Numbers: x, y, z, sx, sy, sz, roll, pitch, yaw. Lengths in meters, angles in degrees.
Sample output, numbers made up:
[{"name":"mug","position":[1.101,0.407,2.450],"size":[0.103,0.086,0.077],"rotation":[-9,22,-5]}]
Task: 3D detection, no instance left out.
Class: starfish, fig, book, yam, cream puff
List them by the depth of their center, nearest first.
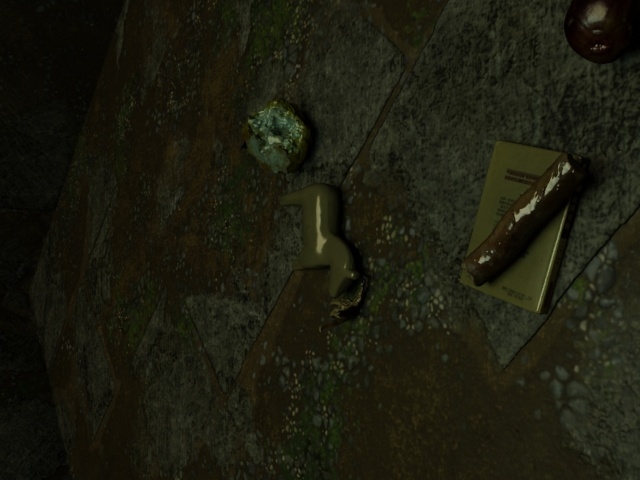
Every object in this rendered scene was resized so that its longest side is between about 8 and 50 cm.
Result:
[{"name":"fig","position":[0.383,-0.309,0.968],"size":[0.155,0.103,0.109],"rotation":[-60,11,-28]},{"name":"yam","position":[0.283,-0.024,1.047],"size":[0.241,0.056,0.057],"rotation":[-54,46,33]},{"name":"book","position":[0.296,-0.025,1.096],"size":[0.161,0.026,0.231],"rotation":[25,105,51]},{"name":"starfish","position":[0.055,0.122,1.385],"size":[0.130,0.041,0.133],"rotation":[-47,7,16]},{"name":"cream puff","position":[-0.082,-0.223,1.575],"size":[0.121,0.156,0.156],"rotation":[72,-176,-66]}]

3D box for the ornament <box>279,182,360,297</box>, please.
[{"name":"ornament","position":[0.000,0.000,1.464],"size":[0.244,0.061,0.231],"rotation":[-11,76,56]}]
